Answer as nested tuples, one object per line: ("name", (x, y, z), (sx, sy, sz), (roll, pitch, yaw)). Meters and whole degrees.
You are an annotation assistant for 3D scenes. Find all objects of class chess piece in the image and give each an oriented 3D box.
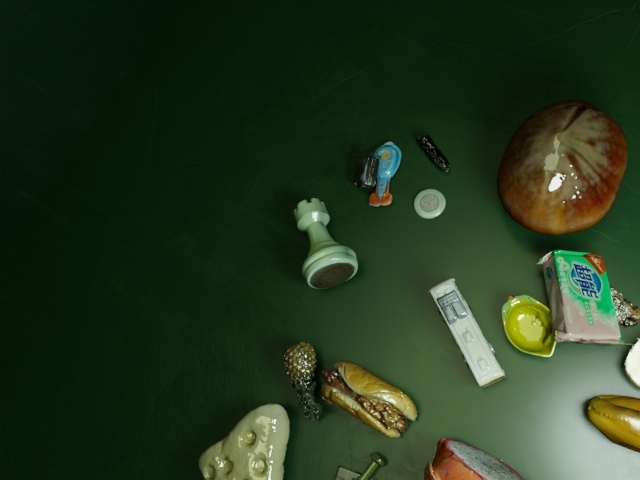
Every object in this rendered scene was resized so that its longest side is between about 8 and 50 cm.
("chess piece", (0.000, 0.000, 1.920), (0.194, 0.194, 0.299), (-26, 56, 10))

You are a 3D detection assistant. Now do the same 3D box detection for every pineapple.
("pineapple", (-0.050, 0.469, 1.809), (0.125, 0.125, 0.252), (-22, 65, 12))

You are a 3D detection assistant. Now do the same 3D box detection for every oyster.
("oyster", (0.873, 0.195, 1.605), (0.132, 0.029, 0.086), (36, 87, 26))

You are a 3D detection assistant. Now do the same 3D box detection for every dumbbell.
("dumbbell", (0.146, 0.711, 1.679), (0.052, 0.046, 0.118), (30, 72, 36))

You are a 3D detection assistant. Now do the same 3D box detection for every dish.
("dish", (0.628, 0.259, 1.646), (0.148, 0.080, 0.208), (-29, 67, 8))

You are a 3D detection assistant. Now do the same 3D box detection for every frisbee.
("frisbee", (0.379, -0.129, 1.903), (0.110, 0.014, 0.110), (-6, 70, 18))

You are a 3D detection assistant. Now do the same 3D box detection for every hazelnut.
("hazelnut", (0.726, -0.217, 1.642), (0.358, 0.359, 0.410), (20, 89, 25))

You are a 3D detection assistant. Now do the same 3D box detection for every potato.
("potato", (0.937, 0.326, 1.512), (0.200, 0.081, 0.164), (-41, 72, 6))

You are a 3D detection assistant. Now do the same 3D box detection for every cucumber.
("cucumber", (0.401, -0.310, 1.938), (0.053, 0.053, 0.182), (-33, 67, 7))

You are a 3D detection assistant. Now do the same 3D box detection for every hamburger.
("hamburger", (0.151, 0.495, 1.701), (0.282, 0.245, 0.156), (34, 79, -17))

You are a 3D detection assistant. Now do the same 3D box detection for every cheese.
("cheese", (-0.193, 0.742, 1.760), (0.351, 0.129, 0.328), (-41, 62, 6))
("cheese", (0.232, -0.243, 1.985), (0.106, 0.037, 0.257), (4, 76, 23))

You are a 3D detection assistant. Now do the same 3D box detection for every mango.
("mango", (0.835, 0.482, 1.451), (0.235, 0.166, 0.136), (11, 72, 22))

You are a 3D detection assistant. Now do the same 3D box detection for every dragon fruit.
("dragon fruit", (0.406, 0.704, 1.475), (0.305, 0.305, 0.226), (26, 90, 26))

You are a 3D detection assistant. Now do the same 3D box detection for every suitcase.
("suitcase", (0.167, -0.251, 1.976), (0.086, 0.059, 0.126), (7, 85, 60))

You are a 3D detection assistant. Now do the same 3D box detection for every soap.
("soap", (0.754, 0.171, 1.583), (0.217, 0.098, 0.274), (6, 62, -6))

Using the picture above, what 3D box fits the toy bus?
("toy bus", (0.442, 0.278, 1.676), (0.097, 0.138, 0.343), (-29, 67, 12))

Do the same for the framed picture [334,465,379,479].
("framed picture", (0.173, 0.870, 1.646), (0.346, 0.016, 0.265), (11, 76, 24))
